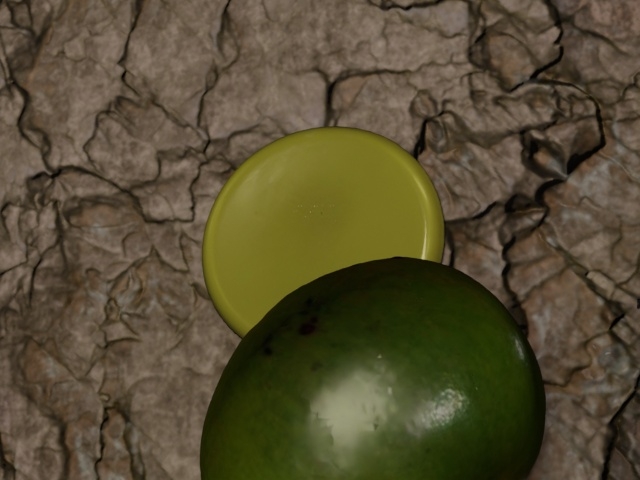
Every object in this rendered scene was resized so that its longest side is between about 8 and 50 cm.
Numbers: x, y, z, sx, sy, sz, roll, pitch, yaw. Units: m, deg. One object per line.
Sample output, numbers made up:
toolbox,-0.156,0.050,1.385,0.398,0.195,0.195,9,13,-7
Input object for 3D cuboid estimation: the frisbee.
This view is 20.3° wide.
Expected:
frisbee,0.000,0.000,1.665,0.236,0.017,0.236,-6,70,15

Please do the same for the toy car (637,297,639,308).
toy car,0.411,0.037,1.456,0.301,0.118,0.193,-3,69,27

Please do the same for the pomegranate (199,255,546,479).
pomegranate,0.063,0.177,1.477,0.310,0.216,0.358,-41,66,-4
